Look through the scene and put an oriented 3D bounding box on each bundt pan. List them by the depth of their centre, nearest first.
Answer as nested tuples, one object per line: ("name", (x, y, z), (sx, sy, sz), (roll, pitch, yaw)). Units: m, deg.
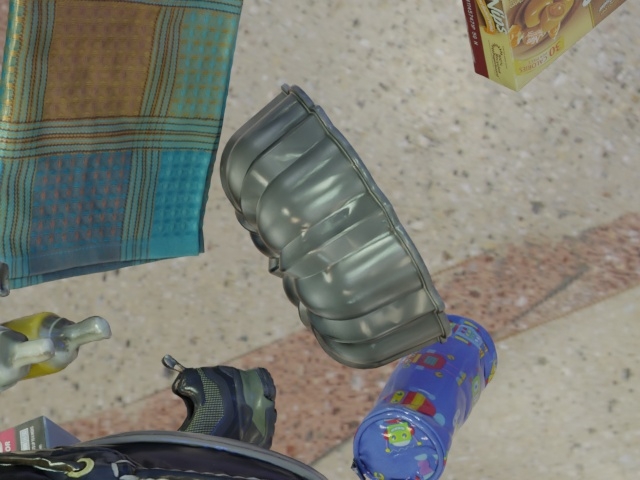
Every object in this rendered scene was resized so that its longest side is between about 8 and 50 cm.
("bundt pan", (0.000, 0.000, 1.352), (0.124, 0.331, 0.331), (-31, 65, -6))

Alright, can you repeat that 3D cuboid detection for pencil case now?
("pencil case", (0.141, 0.211, 1.627), (0.119, 0.306, 0.133), (3, 113, 21))

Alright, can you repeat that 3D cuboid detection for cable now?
("cable", (-0.250, 0.071, 0.675), (0.287, 0.139, 0.072), (-24, 68, 39))

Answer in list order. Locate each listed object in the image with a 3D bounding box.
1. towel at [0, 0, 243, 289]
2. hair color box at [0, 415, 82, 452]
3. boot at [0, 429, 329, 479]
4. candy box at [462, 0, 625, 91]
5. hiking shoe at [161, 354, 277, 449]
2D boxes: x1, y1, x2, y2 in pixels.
("towel", (-0.194, -0.136, 1.217), (0.040, 0.271, 0.370), (29, 116, 38))
("hair color box", (-0.513, 0.407, 1.754), (0.374, 0.113, 0.185), (-23, 54, 11))
("boot", (-0.164, 0.180, 0.611), (0.377, 0.284, 0.138), (5, 92, -4))
("candy box", (0.330, -0.368, 1.694), (0.316, 0.183, 0.087), (-40, 49, -21))
("hiking shoe", (-0.107, 0.213, 1.054), (0.114, 0.086, 0.227), (11, 74, -9))
